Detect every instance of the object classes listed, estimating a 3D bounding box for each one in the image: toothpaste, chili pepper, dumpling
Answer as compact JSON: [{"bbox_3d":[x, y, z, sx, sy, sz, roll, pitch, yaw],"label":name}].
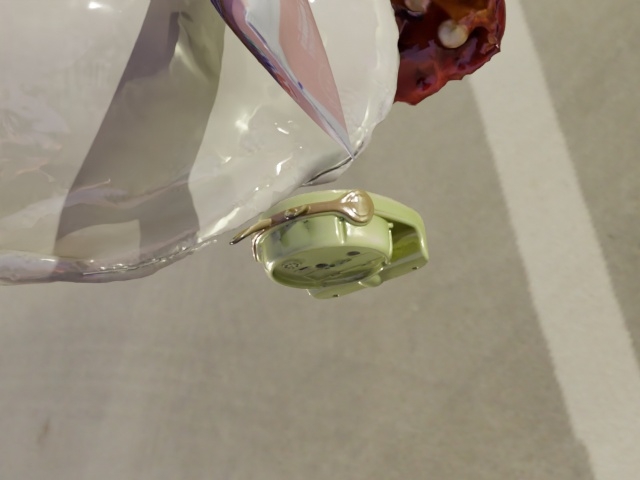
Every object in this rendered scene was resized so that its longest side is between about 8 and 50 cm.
[{"bbox_3d":[-0.024,-0.096,0.580,0.043,0.067,0.194,-34,29,7],"label":"toothpaste"},{"bbox_3d":[0.028,-0.240,0.939,0.131,0.134,0.338,-48,34,39],"label":"chili pepper"},{"bbox_3d":[-0.144,-0.072,0.700,0.181,0.341,0.260,128,155,-46],"label":"dumpling"}]

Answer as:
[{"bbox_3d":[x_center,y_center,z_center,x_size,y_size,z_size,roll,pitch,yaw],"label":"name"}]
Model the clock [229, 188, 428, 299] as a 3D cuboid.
[{"bbox_3d":[0.000,0.000,1.622,0.170,0.232,0.069,-20,66,32],"label":"clock"}]
